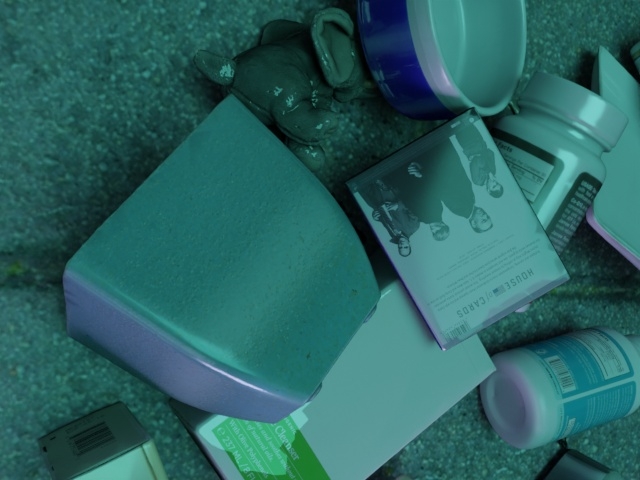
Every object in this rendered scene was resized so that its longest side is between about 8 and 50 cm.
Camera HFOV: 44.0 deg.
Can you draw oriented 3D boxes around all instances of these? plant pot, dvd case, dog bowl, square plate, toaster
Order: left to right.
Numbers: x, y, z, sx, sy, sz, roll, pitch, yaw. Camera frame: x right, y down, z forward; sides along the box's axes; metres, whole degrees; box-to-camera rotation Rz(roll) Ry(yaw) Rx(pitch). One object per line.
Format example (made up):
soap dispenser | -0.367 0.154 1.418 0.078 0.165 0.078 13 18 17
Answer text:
plant pot | -0.088 0.054 0.839 0.252 0.248 0.247 37 64 0
dog bowl | 0.161 -0.287 1.009 0.265 0.104 0.264 -1 91 -52
dvd case | 0.164 -0.013 0.952 0.179 0.029 0.238 -30 95 2
toaster | 0.419 0.441 1.266 0.168 0.110 0.185 -49 113 -14
square plate | 0.505 -0.075 1.215 0.344 0.049 0.347 35 52 -27

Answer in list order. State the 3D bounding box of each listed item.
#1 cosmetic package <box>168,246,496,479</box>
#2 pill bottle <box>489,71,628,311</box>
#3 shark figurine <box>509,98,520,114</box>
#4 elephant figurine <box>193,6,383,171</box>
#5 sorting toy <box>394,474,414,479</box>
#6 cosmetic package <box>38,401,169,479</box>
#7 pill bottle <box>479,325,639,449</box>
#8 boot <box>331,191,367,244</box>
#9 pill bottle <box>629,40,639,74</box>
cosmetic package | 0.018 0.186 1.021 0.366 0.155 0.196 -36 105 -17
pill bottle | 0.270 -0.063 1.043 0.161 0.161 0.283 25 99 -26
shark figurine | 0.313 -0.099 1.157 0.166 0.116 0.278 46 74 -21
elephant figurine | -0.007 -0.215 0.986 0.170 0.186 0.239 28 67 17
sorting toy | 0.110 0.427 1.116 0.348 0.047 0.196 39 109 -13
cosmetic package | -0.214 0.365 0.928 0.113 0.160 0.309 -24 106 -22
pill bottle | 0.387 0.215 1.206 0.264 0.146 0.146 -10 100 -24
boot | 0.000 0.000 1.054 0.099 0.045 0.121 46 69 -25
pill bottle | 0.572 -0.239 1.235 0.112 0.112 0.186 -20 84 -22
